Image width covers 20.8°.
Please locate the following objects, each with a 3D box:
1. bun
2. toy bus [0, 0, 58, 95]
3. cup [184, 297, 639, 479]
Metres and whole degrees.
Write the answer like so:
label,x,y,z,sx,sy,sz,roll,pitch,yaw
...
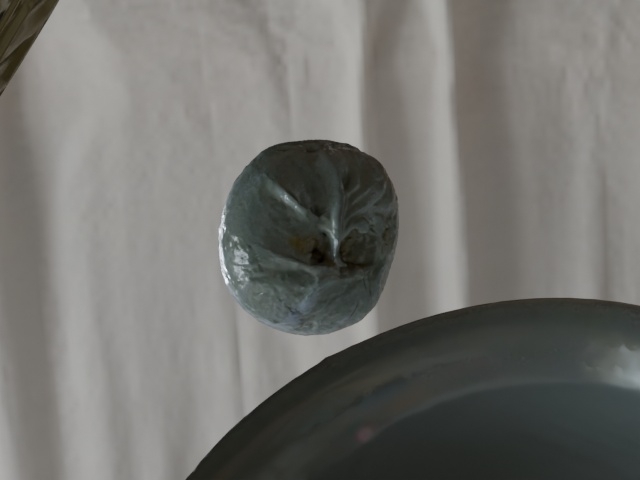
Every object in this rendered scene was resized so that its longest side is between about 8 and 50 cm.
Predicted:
label,x,y,z,sx,sy,sz,roll,pitch,yaw
bun,0.000,0.000,1.181,0.141,0.141,0.083,-14,-159,-36
toy bus,-0.251,-0.128,0.424,0.365,0.177,0.202,34,179,0
cup,0.090,0.211,0.712,0.347,0.163,0.347,-11,-127,15
